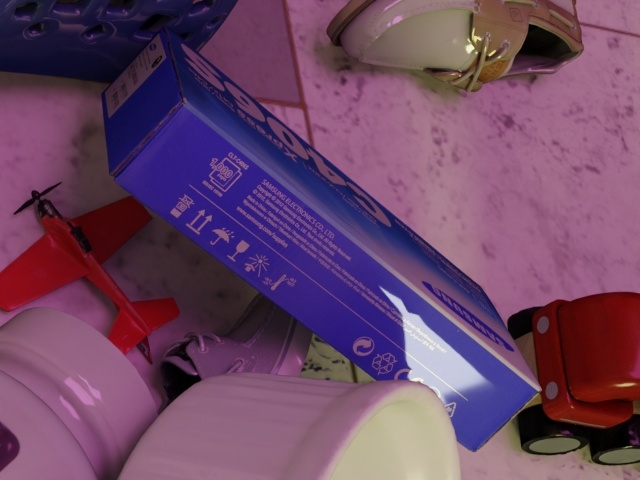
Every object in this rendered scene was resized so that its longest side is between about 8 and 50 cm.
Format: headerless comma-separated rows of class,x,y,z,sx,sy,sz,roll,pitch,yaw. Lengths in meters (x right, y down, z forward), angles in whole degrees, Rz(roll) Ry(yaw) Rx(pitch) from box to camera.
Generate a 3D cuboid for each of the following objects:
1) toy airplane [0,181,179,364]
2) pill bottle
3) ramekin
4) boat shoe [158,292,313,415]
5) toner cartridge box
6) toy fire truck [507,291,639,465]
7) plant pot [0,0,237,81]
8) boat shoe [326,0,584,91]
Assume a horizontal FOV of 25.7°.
toy airplane,-0.161,0.025,1.001,0.151,0.028,0.151,15,60,-28
pill bottle,-0.229,0.171,0.784,0.169,0.169,0.301,50,49,-4
ramekin,-0.025,0.211,0.854,0.277,0.135,0.277,-30,123,-59
boat shoe,-0.076,0.105,0.986,0.081,0.079,0.227,41,53,-18
toner cartridge box,0.000,0.000,1.017,0.348,0.075,0.165,39,14,-25
toy fire truck,0.302,0.114,1.144,0.217,0.246,0.158,14,59,-30
plant pot,-0.157,-0.264,0.998,0.236,0.212,0.236,-5,70,-55
boat shoe,0.139,-0.194,1.275,0.302,0.113,0.103,-18,73,-41
